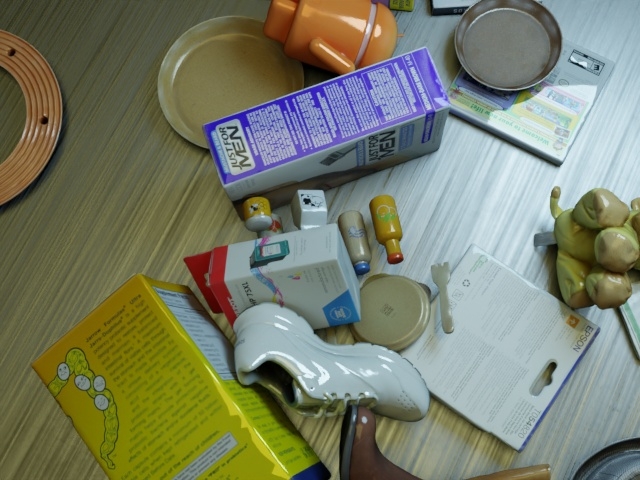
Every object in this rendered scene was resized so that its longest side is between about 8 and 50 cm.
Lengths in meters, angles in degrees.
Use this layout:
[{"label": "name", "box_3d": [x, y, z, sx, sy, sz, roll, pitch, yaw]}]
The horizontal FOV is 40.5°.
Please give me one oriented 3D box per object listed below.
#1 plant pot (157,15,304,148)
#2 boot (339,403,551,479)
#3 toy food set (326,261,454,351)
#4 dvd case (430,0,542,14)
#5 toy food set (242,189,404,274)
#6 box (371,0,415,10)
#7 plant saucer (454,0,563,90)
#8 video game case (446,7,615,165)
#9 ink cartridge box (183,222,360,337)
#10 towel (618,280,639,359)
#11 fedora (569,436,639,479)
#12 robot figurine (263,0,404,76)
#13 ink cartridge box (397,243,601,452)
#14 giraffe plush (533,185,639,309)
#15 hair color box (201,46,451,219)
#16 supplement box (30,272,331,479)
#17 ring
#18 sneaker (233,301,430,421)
[{"label": "plant pot", "box_3d": [-0.144, -0.250, 1.399, 0.236, 0.032, 0.236, -1, 75, 2]}, {"label": "boot", "box_3d": [0.168, 0.328, 1.149, 0.281, 0.096, 0.264, -5, 102, 3]}, {"label": "toy food set", "box_3d": [0.102, 0.105, 1.268, 0.192, 0.038, 0.132, -10, 59, 14]}, {"label": "dvd case", "box_3d": [0.266, -0.492, 1.443, 0.179, 0.029, 0.238, -3, 74, 3]}, {"label": "toy food set", "box_3d": [0.000, 0.000, 1.267, 0.232, 0.111, 0.104, 0, 61, -22]}, {"label": "box", "box_3d": [0.037, -0.471, 1.354, 0.243, 0.213, 0.117, 5, 75, 4]}, {"label": "plant saucer", "box_3d": [0.295, -0.309, 1.366, 0.169, 0.029, 0.168, -1, 75, 3]}, {"label": "video game case", "box_3d": [0.328, -0.246, 1.376, 0.212, 0.023, 0.193, 28, 78, 9]}, {"label": "ink cartridge box", "box_3d": [-0.070, 0.067, 1.233, 0.231, 0.134, 0.078, -12, 42, 11]}, {"label": "towel", "box_3d": [0.519, 0.103, 1.275, 0.152, 0.023, 0.113, -17, 77, -4]}, {"label": "fedora", "box_3d": [0.464, 0.389, 1.145, 0.244, 0.124, 0.275, -41, 77, -7]}, {"label": "robot figurine", "box_3d": [0.024, -0.325, 1.348, 0.220, 0.158, 0.128, 16, 100, -9]}, {"label": "ink cartridge box", "box_3d": [0.251, 0.155, 1.260, 0.224, 0.045, 0.223, 35, 81, 11]}, {"label": "giraffe plush", "box_3d": [0.431, 0.005, 1.239, 0.171, 0.210, 0.181, -1, 103, -14]}, {"label": "hair color box", "box_3d": [0.012, -0.152, 1.284, 0.339, 0.185, 0.110, -19, 76, -1]}, {"label": "supplement box", "box_3d": [-0.181, 0.245, 1.170, 0.195, 0.194, 0.356, -40, 76, 3]}, {"label": "ring", "box_3d": [-0.582, -0.193, 1.409, 0.337, 0.032, 0.336, -1, 76, 3]}, {"label": "sneaker", "box_3d": [0.011, 0.197, 1.190, 0.297, 0.111, 0.129, 20, 36, -8]}]
